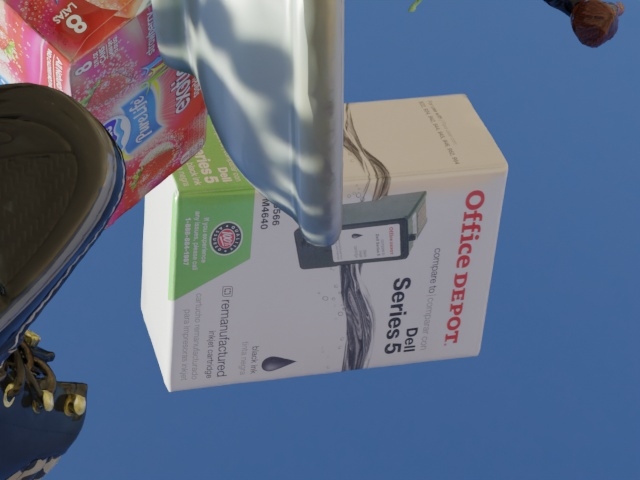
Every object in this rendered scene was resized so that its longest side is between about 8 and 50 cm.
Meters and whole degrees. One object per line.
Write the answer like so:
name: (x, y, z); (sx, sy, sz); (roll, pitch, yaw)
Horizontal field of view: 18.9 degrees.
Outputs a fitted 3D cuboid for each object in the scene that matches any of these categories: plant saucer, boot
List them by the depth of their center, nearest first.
boot: (-0.138, 0.036, 0.748); (0.085, 0.236, 0.178); (53, -164, 19)
plant saucer: (-0.035, -0.197, 1.028); (0.100, 0.400, 0.400); (1, -133, 1)

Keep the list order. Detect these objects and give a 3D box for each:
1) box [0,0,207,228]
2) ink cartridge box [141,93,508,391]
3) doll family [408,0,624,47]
box: (-0.156, -0.124, 1.247); (0.128, 0.257, 0.122); (43, -111, 14)
ink cartridge box: (0.000, 0.000, 1.559); (0.272, 0.198, 0.115); (-6, -143, -15)
doll family: (0.083, -0.157, 1.000); (0.193, 0.076, 0.111); (4, -155, -25)
